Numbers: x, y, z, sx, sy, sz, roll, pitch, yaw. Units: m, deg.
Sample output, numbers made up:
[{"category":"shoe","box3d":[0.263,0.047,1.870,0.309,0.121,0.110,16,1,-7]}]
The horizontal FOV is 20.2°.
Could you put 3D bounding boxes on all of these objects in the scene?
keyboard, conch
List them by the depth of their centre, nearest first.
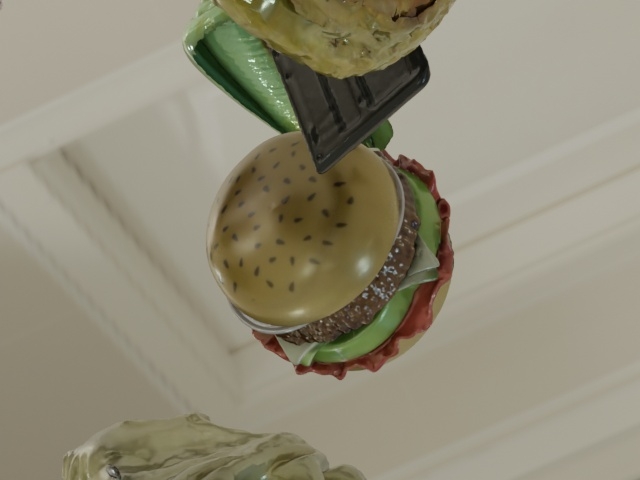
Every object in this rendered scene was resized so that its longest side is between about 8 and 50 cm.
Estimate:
[{"category":"keyboard","box3d":[-0.030,-0.212,1.096,0.041,0.103,0.381,13,-135,-49]},{"category":"conch","box3d":[-0.022,-0.167,1.769,0.250,0.143,0.137,45,-149,-1]}]

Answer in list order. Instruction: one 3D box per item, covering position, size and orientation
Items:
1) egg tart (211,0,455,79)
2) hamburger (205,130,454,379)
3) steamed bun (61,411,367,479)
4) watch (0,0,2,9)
[{"category":"egg tart","box3d":[-0.025,-0.218,0.876,0.290,0.115,0.290,7,-100,-47]},{"category":"hamburger","box3d":[0.000,0.003,1.223,0.137,0.175,0.175,34,-151,-54]},{"category":"steamed bun","box3d":[-0.037,0.279,1.414,0.394,0.238,0.346,62,151,33]},{"category":"watch","box3d":[-0.363,-0.232,1.374,0.231,0.196,0.244,43,141,6]}]
